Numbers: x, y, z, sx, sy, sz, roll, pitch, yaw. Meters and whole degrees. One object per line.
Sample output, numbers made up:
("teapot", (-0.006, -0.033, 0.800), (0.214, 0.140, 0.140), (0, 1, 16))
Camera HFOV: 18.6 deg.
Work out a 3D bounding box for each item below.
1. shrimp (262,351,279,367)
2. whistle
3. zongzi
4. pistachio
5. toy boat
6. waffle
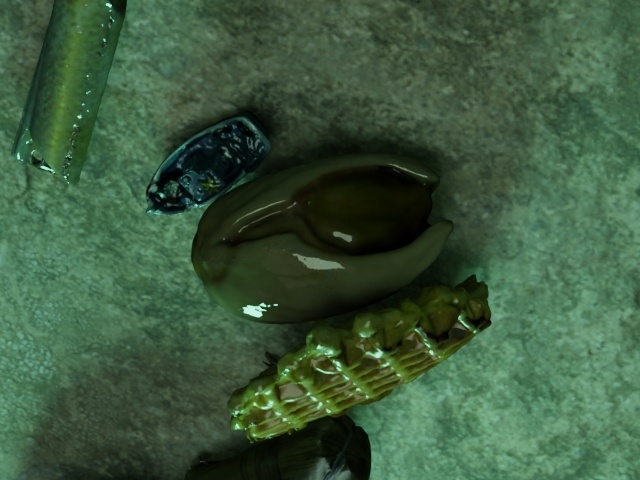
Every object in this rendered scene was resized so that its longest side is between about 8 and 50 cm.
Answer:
("shrimp", (-0.012, 0.127, 1.863), (0.092, 0.038, 0.029), (14, 84, 3))
("whistle", (-0.202, -0.187, 1.680), (0.068, 0.057, 0.326), (22, 125, 1))
("zongzi", (0.001, 0.292, 1.919), (0.221, 0.112, 0.242), (-28, 113, 34))
("pistachio", (0.000, 0.000, 1.721), (0.237, 0.153, 0.138), (-16, 78, 19))
("toy boat", (-0.103, -0.064, 1.739), (0.137, 0.061, 0.060), (-30, 113, 28))
("waffle", (0.029, 0.108, 1.744), (0.238, 0.243, 0.059), (-42, 66, 51))
